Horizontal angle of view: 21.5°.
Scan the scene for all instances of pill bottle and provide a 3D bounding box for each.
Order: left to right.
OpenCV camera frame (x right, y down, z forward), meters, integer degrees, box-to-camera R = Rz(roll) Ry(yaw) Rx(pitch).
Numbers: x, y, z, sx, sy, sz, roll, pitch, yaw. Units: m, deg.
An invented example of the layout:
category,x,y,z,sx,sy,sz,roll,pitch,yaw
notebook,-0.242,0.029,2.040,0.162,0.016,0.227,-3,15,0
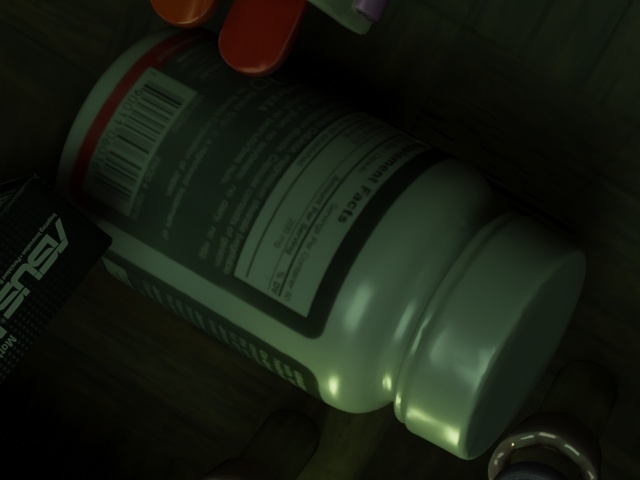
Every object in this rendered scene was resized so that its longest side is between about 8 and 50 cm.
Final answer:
category,x,y,z,sx,sy,sz,roll,pitch,yaw
pill bottle,0.000,0.000,0.983,0.283,0.161,0.161,29,121,20

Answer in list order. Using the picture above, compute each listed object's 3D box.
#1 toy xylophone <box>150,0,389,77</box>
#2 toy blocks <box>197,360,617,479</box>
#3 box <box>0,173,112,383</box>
category,x,y,z,sx,sy,sz,roll,pitch,yaw
toy xylophone,-0.078,-0.252,0.956,0.323,0.081,0.236,31,91,15
toy blocks,0.075,0.273,1.048,0.289,0.260,0.309,-13,108,26
box,-0.243,0.068,0.986,0.060,0.216,0.270,41,163,-17
